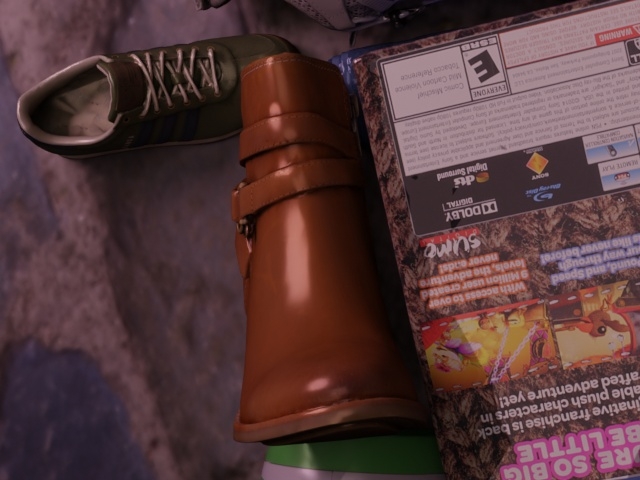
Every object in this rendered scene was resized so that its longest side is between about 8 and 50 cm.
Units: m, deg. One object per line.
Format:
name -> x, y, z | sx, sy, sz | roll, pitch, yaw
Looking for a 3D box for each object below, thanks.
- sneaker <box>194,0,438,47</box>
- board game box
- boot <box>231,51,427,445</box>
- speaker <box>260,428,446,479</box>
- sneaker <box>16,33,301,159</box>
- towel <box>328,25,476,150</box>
sneaker -> 0.045, -0.179, 1.157 | 0.281, 0.105, 0.115 | 12, 111, 20
board game box -> 0.173, 0.009, 1.050 | 0.232, 0.141, 0.291 | -12, 90, 15
boot -> 0.000, 0.000, 1.052 | 0.109, 0.283, 0.220 | -3, 93, 1
speaker -> 0.018, 0.263, 1.104 | 0.131, 0.131, 0.296 | 2, 87, 17
sneaker -> -0.111, -0.094, 1.187 | 0.192, 0.086, 0.064 | -13, 83, 15
towel -> 0.066, -0.098, 1.165 | 0.119, 0.029, 0.067 | -10, 84, 17
